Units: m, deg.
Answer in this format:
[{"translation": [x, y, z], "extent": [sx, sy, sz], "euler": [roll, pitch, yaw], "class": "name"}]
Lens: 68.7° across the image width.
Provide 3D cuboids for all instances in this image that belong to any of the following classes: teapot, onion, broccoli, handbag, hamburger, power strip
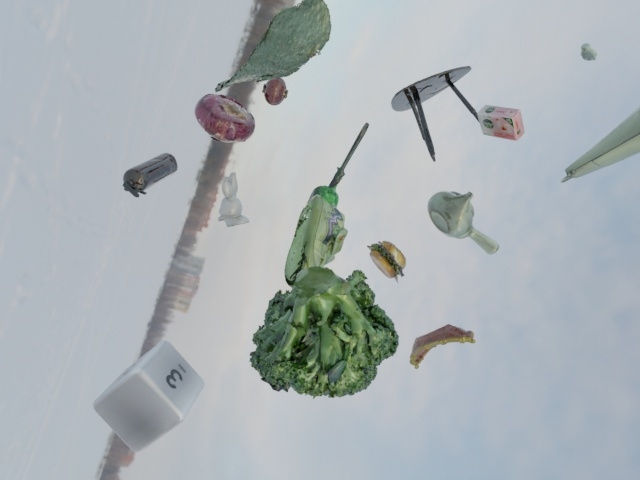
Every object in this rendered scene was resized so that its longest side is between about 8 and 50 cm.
[{"translation": [0.570, -0.071, 1.915], "extent": [0.149, 0.318, 0.220], "euler": [-37, -157, -10], "class": "teapot"}, {"translation": [-0.363, -0.434, 1.736], "extent": [0.163, 0.230, 0.230], "euler": [-45, -152, 32], "class": "onion"}, {"translation": [0.001, 0.111, 0.583], "extent": [0.195, 0.195, 0.156], "euler": [-94, 165, -53], "class": "broccoli"}, {"translation": [0.799, -0.265, 1.307], "extent": [0.241, 0.109, 0.315], "euler": [-29, 176, -35], "class": "handbag"}, {"translation": [0.260, 0.071, 1.784], "extent": [0.093, 0.164, 0.189], "euler": [-39, 154, -9], "class": "hamburger"}, {"translation": [0.930, -0.649, 1.631], "extent": [0.055, 0.083, 0.035], "euler": [22, -97, 48], "class": "power strip"}]

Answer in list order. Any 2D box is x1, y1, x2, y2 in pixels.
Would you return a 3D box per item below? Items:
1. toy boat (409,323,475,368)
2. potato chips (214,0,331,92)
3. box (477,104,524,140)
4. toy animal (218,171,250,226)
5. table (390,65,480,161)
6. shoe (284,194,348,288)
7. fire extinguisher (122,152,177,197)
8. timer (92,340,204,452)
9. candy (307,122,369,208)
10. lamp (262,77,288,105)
[{"translation": [0.399, 0.348, 1.588], "extent": [0.318, 0.141, 0.099], "euler": [-47, -118, 50], "class": "toy boat"}, {"translation": [-0.077, -0.326, 0.802], "extent": [0.228, 0.059, 0.167], "euler": [-39, 170, 19], "class": "potato chips"}, {"translation": [0.546, -0.356, 1.416], "extent": [0.043, 0.089, 0.125], "euler": [-46, -140, -14], "class": "box"}, {"translation": [-0.382, -0.165, 1.954], "extent": [0.130, 0.103, 0.221], "euler": [-8, -80, 31], "class": "toy animal"}, {"translation": [0.417, -0.436, 1.699], "extent": [0.249, 0.317, 0.317], "euler": [67, -23, 2], "class": "table"}, {"translation": [-0.007, -0.003, 1.126], "extent": [0.140, 0.128, 0.262], "euler": [108, -9, -50], "class": "shoe"}, {"translation": [-0.494, -0.187, 1.358], "extent": [0.072, 0.089, 0.268], "euler": [-57, -176, 24], "class": "fire extinguisher"}, {"translation": [-0.481, 0.439, 1.338], "extent": [0.194, 0.192, 0.195], "euler": [-37, -173, 12], "class": "timer"}, {"translation": [0.065, -0.213, 1.432], "extent": [0.323, 0.097, 0.097], "euler": [-59, -161, 18], "class": "candy"}, {"translation": [-0.158, -0.524, 1.639], "extent": [0.101, 0.090, 0.101], "euler": [-167, -90, -86], "class": "lamp"}]
